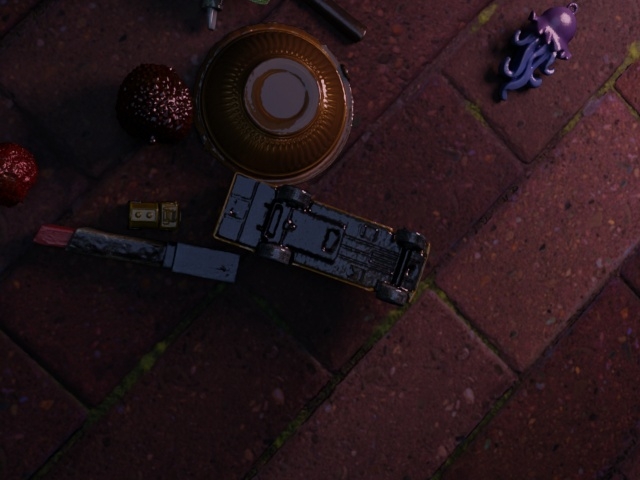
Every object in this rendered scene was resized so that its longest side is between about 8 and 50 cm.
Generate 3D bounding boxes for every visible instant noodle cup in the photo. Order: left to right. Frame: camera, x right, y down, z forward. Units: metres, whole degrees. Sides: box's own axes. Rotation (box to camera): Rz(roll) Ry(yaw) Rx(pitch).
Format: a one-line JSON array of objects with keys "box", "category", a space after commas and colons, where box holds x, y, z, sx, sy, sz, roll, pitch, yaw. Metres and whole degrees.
[{"box": [-0.066, -0.224, 1.321, 0.274, 0.091, 0.274, 0, 90, -13], "category": "instant noodle cup"}]

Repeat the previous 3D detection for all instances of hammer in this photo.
[{"box": [-0.044, -0.427, 1.358, 0.297, 0.027, 0.125, 36, 82, -11], "category": "hammer"}]

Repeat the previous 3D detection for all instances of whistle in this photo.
[{"box": [-0.171, -0.386, 1.324, 0.035, 0.035, 0.100, 5, 90, -13], "category": "whistle"}]

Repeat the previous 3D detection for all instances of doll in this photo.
[{"box": [0.375, -0.330, 1.438, 0.110, 0.067, 0.206, 40, 93, -24], "category": "doll"}]

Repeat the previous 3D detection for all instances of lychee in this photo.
[{"box": [-0.254, -0.208, 1.263, 0.123, 0.123, 0.129, -14, 88, -13], "category": "lychee"}]

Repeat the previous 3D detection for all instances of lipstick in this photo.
[{"box": [-0.283, 0.014, 1.294, 0.312, 0.051, 0.051, 12, 90, -11], "category": "lipstick"}]

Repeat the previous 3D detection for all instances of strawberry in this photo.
[{"box": [-0.471, -0.100, 1.226, 0.106, 0.106, 0.106, 0, 90, -13], "category": "strawberry"}]

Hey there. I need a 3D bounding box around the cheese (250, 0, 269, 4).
[{"box": [-0.084, -0.525, 1.298, 0.204, 0.083, 0.320, 14, 80, -15], "category": "cheese"}]

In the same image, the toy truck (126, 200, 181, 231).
[{"box": [-0.259, -0.039, 1.295, 0.083, 0.054, 0.049, 2, 90, -14], "category": "toy truck"}]

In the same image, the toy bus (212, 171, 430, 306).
[{"box": [0.000, 0.000, 1.320, 0.336, 0.123, 0.121, 19, 85, -13], "category": "toy bus"}]
